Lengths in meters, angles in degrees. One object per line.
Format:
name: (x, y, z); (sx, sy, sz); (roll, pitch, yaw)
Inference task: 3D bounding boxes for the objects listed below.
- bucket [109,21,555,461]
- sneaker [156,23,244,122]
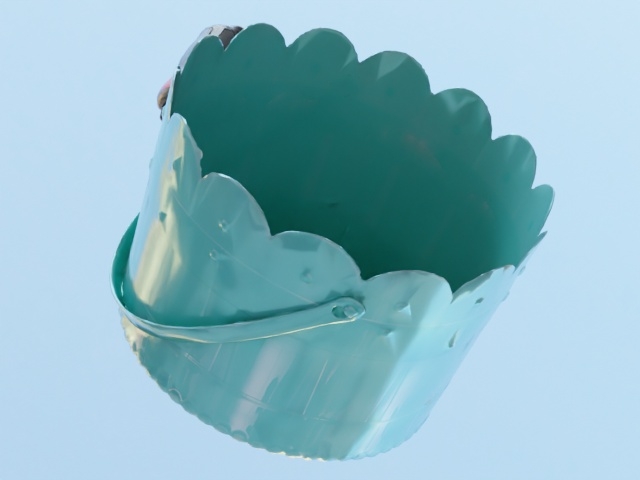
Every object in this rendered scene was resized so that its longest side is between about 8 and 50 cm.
bucket: (0.000, 0.000, 0.955); (0.281, 0.183, 0.281); (17, -147, -11)
sneaker: (-0.068, -0.124, 1.462); (0.276, 0.097, 0.135); (51, -129, -55)
